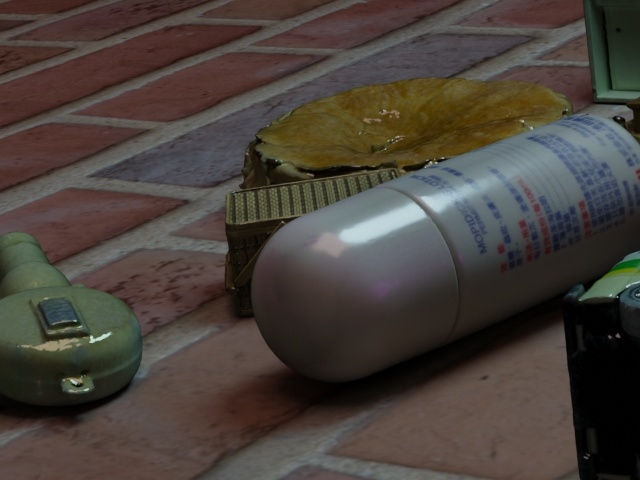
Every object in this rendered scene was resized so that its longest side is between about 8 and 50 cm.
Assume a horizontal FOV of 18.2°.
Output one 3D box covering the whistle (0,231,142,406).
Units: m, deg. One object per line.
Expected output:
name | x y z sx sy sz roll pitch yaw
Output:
whistle | -0.211 0.056 1.531 0.126 0.067 0.258 -5 23 -17

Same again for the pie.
pie | 0.083 -0.085 1.868 0.339 0.083 0.339 -5 16 1

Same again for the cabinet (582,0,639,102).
cabinet | 0.393 -0.240 2.116 0.145 0.150 0.206 6 23 36

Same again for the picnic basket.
picnic basket | 0.000 0.000 1.636 0.164 0.079 0.115 -8 18 0

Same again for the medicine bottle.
medicine bottle | 0.097 0.007 1.490 0.341 0.130 0.130 -21 22 -37

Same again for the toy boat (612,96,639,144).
toy boat | 0.333 -0.122 1.896 0.206 0.072 0.064 -22 20 -40

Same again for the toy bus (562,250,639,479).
toy bus | 0.299 0.071 1.194 0.276 0.133 0.165 1 20 25
